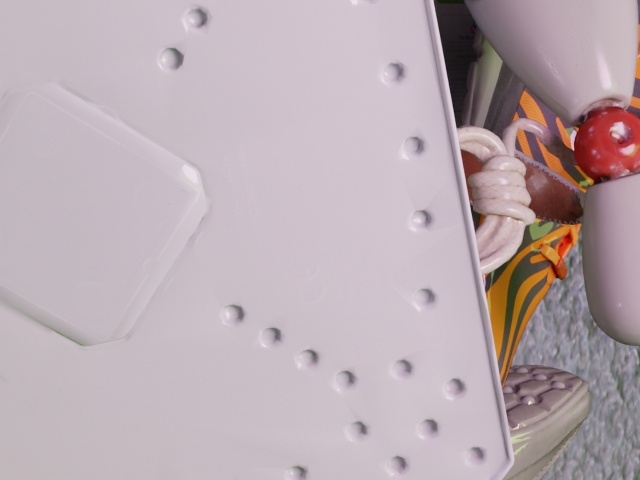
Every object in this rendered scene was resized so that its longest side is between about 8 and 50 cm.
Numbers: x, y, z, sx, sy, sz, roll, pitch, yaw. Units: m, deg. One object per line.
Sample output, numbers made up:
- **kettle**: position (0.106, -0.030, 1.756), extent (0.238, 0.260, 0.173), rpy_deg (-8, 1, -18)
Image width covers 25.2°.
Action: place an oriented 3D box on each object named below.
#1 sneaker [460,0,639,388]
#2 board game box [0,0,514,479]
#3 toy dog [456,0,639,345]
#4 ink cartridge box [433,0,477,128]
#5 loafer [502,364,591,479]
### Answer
- **sneaker**: position (0.182, -0.037, 0.995), extent (0.124, 0.180, 0.321), rpy_deg (54, 46, -75)
- **board game box**: position (-0.124, -0.018, 0.727), extent (0.390, 0.050, 0.390), rpy_deg (-11, 109, 2)
- **toy dog**: position (0.144, -0.100, 0.906), extent (0.220, 0.161, 0.334), rpy_deg (10, 76, -6)
- **ink cartridge box**: position (0.096, -0.157, 1.099), extent (0.109, 0.062, 0.209), rpy_deg (-8, 101, -45)
- **loafer**: position (0.094, 0.196, 1.120), extent (0.319, 0.112, 0.111), rpy_deg (-26, 119, -32)
